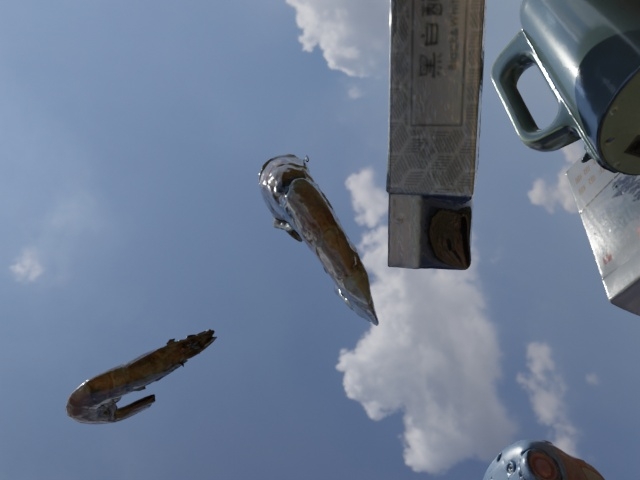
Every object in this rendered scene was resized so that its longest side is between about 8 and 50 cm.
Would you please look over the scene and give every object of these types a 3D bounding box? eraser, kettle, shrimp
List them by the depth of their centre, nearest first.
[{"bbox_3d":[0.123,-0.173,0.632,0.098,0.096,0.403,-48,-40,-67],"label":"eraser"},{"bbox_3d":[0.297,-0.186,0.651,0.160,0.210,0.243,17,-142,-29],"label":"kettle"},{"bbox_3d":[0.000,0.000,0.794,0.247,0.085,0.360,58,177,-5],"label":"shrimp"},{"bbox_3d":[-0.324,0.265,1.134,0.296,0.169,0.058,-24,-124,-15],"label":"shrimp"}]

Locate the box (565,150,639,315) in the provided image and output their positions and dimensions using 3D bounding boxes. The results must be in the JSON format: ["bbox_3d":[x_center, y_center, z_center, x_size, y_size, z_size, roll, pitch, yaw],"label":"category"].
[{"bbox_3d":[0.379,-0.047,0.698,0.067,0.149,0.233,18,-136,-12],"label":"box"}]

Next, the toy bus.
[{"bbox_3d":[0.421,0.502,1.038,0.232,0.197,0.294,11,-140,-17],"label":"toy bus"}]
